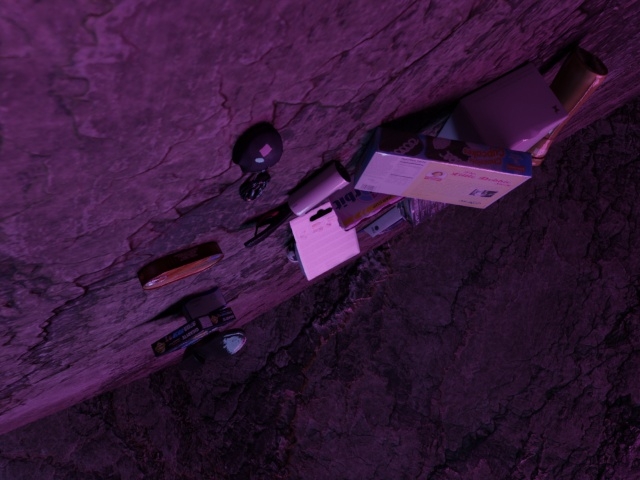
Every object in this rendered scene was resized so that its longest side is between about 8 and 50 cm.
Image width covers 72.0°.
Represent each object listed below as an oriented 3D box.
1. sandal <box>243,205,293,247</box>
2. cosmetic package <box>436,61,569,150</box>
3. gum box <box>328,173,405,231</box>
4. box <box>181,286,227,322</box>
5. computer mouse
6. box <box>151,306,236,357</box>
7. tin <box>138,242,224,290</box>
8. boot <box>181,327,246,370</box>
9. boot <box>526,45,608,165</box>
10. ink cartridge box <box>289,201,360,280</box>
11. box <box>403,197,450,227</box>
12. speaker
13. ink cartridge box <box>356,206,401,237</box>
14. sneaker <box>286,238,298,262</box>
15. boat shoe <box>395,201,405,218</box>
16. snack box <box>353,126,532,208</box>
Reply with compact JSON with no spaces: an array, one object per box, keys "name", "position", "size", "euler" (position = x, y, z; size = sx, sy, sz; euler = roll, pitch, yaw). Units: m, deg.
[{"name":"sandal","position":[-0.108,-0.048,1.003],"size":[0.179,0.040,0.067],"euler":[-42,180,-14]},{"name":"cosmetic package","position":[0.410,-0.247,1.103],"size":[0.196,0.155,0.365],"euler":[-28,170,-6]},{"name":"gum box","position":[0.109,-0.112,1.071],"size":[0.188,0.107,0.062],"euler":[-30,171,5]},{"name":"box","position":[-0.396,0.229,1.497],"size":[0.126,0.072,0.137],"euler":[-25,170,-26]},{"name":"computer mouse","position":[-0.098,-0.104,0.694],"size":[0.071,0.041,0.242],"euler":[-27,171,-16]},{"name":"box","position":[-0.411,0.297,1.432],"size":[0.220,0.051,0.175],"euler":[-31,170,21]},{"name":"tin","position":[-0.301,0.055,0.960],"size":[0.189,0.040,0.106],"euler":[-22,164,-39]},{"name":"boot","position":[-0.376,0.325,1.629],"size":[0.264,0.096,0.281],"euler":[-35,-155,15]},{"name":"boot","position":[0.583,-0.360,1.119],"size":[0.089,0.236,0.270],"euler":[3,140,-10]},{"name":"ink cartridge box","position":[0.010,-0.017,1.266],"size":[0.188,0.066,0.233],"euler":[-28,128,-14]},{"name":"box","position":[0.363,-0.161,1.468],"size":[0.183,0.056,0.231],"euler":[-33,150,-3]},{"name":"speaker","position":[-0.004,-0.107,0.921],"size":[0.136,0.055,0.055],"euler":[-34,170,25]},{"name":"ink cartridge box","position":[0.325,-0.098,1.947],"size":[0.332,0.065,0.165],"euler":[-36,170,39]},{"name":"sneaker","position":[0.000,0.000,1.382],"size":[0.234,0.094,0.153],"euler":[-19,179,-2]},{"name":"boat shoe","position":[0.337,-0.140,1.627],"size":[0.116,0.099,0.319],"euler":[-26,170,3]},{"name":"snack box","position":[0.247,-0.146,0.935],"size":[0.321,0.060,0.187],"euler":[8,164,-7]}]
